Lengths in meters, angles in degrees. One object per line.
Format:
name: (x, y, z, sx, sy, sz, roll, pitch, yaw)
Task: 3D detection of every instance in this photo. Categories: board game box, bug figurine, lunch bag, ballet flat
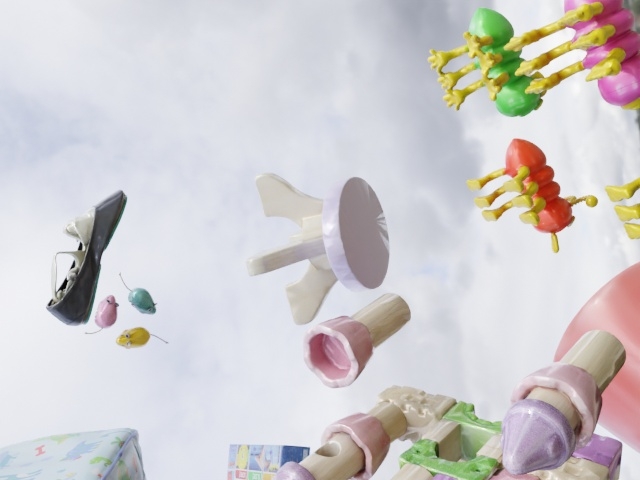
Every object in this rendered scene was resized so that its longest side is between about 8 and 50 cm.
board game box: (-0.069, 0.310, 0.845, 0.035, 0.201, 0.136, 11, -108, -21)
bug figurine: (0.184, -0.075, 0.510, 0.216, 0.072, 0.279, 60, 170, -14)
lunch bag: (-0.263, 0.248, 0.669, 0.219, 0.176, 0.090, -133, 35, -86)
ballet flat: (-0.324, 0.014, 0.983, 0.074, 0.074, 0.203, 37, -118, -54)

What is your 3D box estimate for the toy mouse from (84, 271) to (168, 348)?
toy mouse: (-0.352, 0.127, 1.313, 0.161, 0.031, 0.143, -3, -96, -36)

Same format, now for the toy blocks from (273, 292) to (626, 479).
toy blocks: (0.101, 0.240, 0.640, 0.260, 0.289, 0.309, -27, -64, -46)

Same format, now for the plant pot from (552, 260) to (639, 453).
plant pot: (0.502, 0.195, 0.989, 0.275, 0.275, 0.243, 54, 178, -42)

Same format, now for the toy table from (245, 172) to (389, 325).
toy table: (0.000, 0.000, 1.137, 0.274, 0.161, 0.252, 1, -104, -69)
